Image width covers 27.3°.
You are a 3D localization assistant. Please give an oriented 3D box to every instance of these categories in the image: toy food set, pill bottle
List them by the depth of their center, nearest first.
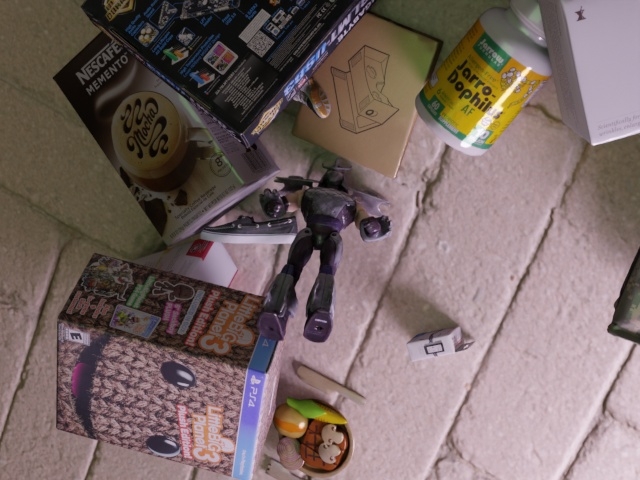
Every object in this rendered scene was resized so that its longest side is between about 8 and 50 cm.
[{"bbox_3d":[0.224,-0.218,1.661,0.117,0.117,0.208,44,116,9],"label":"pill bottle"},{"bbox_3d":[-0.014,0.293,1.939,0.132,0.038,0.192,24,111,18],"label":"toy food set"}]

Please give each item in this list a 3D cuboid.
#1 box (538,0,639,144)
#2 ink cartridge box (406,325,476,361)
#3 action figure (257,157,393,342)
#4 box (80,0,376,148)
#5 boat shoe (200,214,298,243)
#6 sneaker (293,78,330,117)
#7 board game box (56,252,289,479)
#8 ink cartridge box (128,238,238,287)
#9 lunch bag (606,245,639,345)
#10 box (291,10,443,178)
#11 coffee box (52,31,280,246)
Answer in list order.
[{"bbox_3d":[0.366,-0.230,1.538,0.180,0.119,0.182,-16,109,-1],"label":"box"},{"bbox_3d":[0.166,0.140,1.813,0.083,0.048,0.028,-14,96,26],"label":"ink cartridge box"},{"bbox_3d":[0.000,0.000,1.760,0.185,0.285,0.099,6,145,11],"label":"action figure"},{"bbox_3d":[-0.115,-0.325,1.749,0.293,0.073,0.295,38,85,14],"label":"box"},{"bbox_3d":[-0.101,-0.016,1.889,0.142,0.049,0.040,1,93,1],"label":"boat shoe"},{"bbox_3d":[-0.018,-0.199,1.807,0.037,0.032,0.083,-42,77,41],"label":"sneaker"},{"bbox_3d":[-0.206,0.178,1.828,0.291,0.141,0.232,14,131,5],"label":"board game box"},{"bbox_3d":[-0.226,0.072,1.929,0.175,0.127,0.072,-17,118,28],"label":"ink cartridge box"},{"bbox_3d":[0.520,0.053,1.565,0.287,0.169,0.235,24,108,10],"label":"lunch bag"},{"bbox_3d":[0.062,-0.207,1.794,0.164,0.021,0.201,25,111,18],"label":"box"},{"bbox_3d":[-0.220,-0.166,1.879,0.168,0.119,0.297,-37,85,27],"label":"coffee box"}]
